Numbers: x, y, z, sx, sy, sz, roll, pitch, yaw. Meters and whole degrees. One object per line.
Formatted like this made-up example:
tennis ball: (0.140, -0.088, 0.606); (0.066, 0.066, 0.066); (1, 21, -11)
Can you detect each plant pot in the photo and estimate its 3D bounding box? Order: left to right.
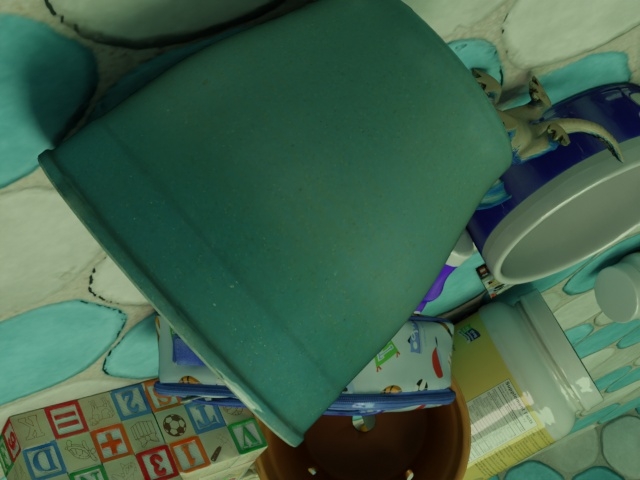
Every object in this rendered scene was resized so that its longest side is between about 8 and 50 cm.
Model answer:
plant pot: (-0.012, -0.038, 0.783); (0.255, 0.271, 0.271); (-41, 159, -4)
plant pot: (0.057, 0.259, 1.528); (0.291, 0.290, 0.203); (-28, 176, 1)

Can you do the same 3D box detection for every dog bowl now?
dog bowl: (0.294, -0.062, 1.277); (0.265, 0.104, 0.265); (-23, 158, -10)

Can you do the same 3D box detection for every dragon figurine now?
dragon figurine: (0.165, -0.088, 1.085); (0.289, 0.085, 0.144); (-1, 148, -41)

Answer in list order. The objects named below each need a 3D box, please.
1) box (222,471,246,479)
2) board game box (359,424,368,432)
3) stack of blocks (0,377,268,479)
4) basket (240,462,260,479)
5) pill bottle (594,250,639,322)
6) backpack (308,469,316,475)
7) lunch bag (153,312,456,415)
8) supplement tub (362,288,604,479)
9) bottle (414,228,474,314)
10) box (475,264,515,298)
box: (-0.207, 0.297, 1.478); (0.203, 0.114, 0.103); (-17, 157, -28)
board game box: (-0.111, 0.501, 2.134); (0.390, 0.050, 0.390); (-13, 155, -32)
stack of blocks: (-0.218, 0.269, 1.327); (0.297, 0.171, 0.087); (-12, 154, -36)
basket: (-0.139, 0.336, 1.648); (0.167, 0.113, 0.103); (-9, 150, -40)
pill bottle: (0.583, 0.070, 1.891); (0.209, 0.119, 0.119); (-15, 155, -30)
backpack: (-0.026, 0.355, 1.778); (0.117, 0.158, 0.173); (-8, 143, -1)
lunch bag: (-0.025, 0.127, 1.166); (0.303, 0.114, 0.243); (-2, 176, 33)
supplement tub: (0.250, 0.245, 1.727); (0.331, 0.241, 0.241); (-32, 158, 9)
bottle: (0.065, 0.072, 1.320); (0.118, 0.092, 0.283); (-2, 147, -50)
box: (0.296, 0.031, 1.590); (0.137, 0.027, 0.094); (-30, 157, 5)
